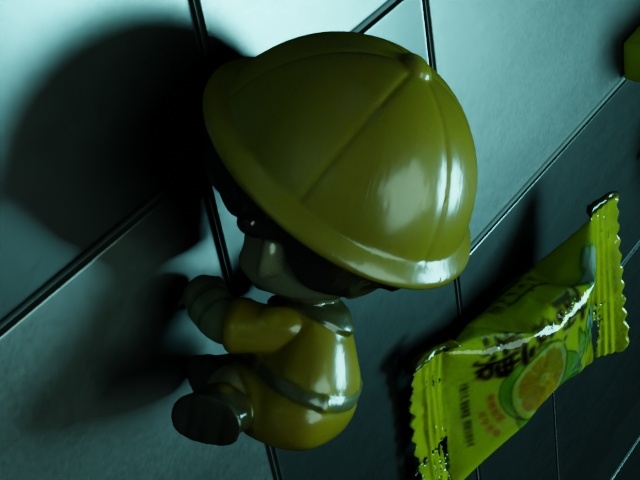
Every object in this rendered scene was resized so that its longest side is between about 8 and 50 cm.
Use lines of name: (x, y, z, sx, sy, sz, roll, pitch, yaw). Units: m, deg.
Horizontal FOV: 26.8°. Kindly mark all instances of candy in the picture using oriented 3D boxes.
candy: (0.182, 0.098, 1.213, 0.297, 0.081, 0.187, -32, 131, -31)

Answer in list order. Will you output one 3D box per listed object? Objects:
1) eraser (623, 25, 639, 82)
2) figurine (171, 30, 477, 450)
eraser: (0.370, -0.199, 1.332, 0.122, 0.097, 0.045, -46, 139, -37)
figurine: (0.005, 0.001, 0.820, 0.192, 0.167, 0.257, -28, 131, -65)
